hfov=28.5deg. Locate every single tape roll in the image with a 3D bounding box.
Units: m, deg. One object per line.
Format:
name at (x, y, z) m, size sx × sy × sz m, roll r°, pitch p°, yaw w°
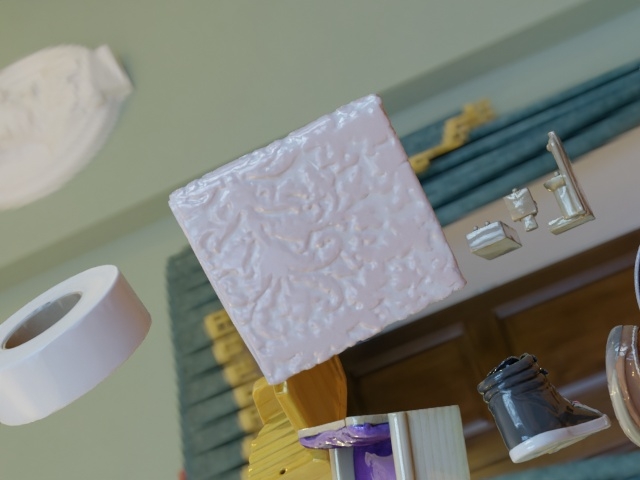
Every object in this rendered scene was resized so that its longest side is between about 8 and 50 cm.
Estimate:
tape roll at (-0.404, 0.158, 1.956) m, size 0.100 × 0.286 × 0.286 m, roll 57°, pitch -166°, yaw -18°

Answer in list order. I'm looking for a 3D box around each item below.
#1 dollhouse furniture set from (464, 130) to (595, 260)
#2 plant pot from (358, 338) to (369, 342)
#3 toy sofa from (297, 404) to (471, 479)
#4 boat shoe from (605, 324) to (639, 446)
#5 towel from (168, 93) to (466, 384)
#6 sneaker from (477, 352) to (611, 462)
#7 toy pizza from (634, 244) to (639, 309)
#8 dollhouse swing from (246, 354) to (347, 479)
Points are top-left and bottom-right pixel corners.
dollhouse furniture set at (0.260, -0.062, 1.666) m, size 0.123 × 0.151 × 0.144 m, roll 69°, pitch -164°, yaw 13°
plant pot at (0.004, 0.029, 1.976) m, size 0.212 × 0.236 × 0.236 m, roll -47°, pitch -62°, yaw -32°
toy sofa at (0.092, 0.358, 2.015) m, size 0.362 × 0.177 × 0.150 m, roll 143°, pitch 122°, yaw -70°
boat shoe at (0.453, 0.217, 1.560) m, size 0.324 × 0.116 × 0.123 m, roll 51°, pitch -141°, yaw -31°
towel at (0.000, 0.000, 1.791) m, size 0.317 × 0.331 × 0.053 m, roll 63°, pitch -177°, yaw -12°
sneaker at (0.333, 0.235, 1.861) m, size 0.295 × 0.104 × 0.147 m, roll 5°, pitch -124°, yaw -58°
toy pizza at (0.505, 0.054, 1.710) m, size 0.032 × 0.201 × 0.201 m, roll -8°, pitch 111°, yaw 57°
dollhouse swing at (-0.104, 0.336, 2.522) m, size 0.305 × 0.315 × 0.347 m, roll 48°, pitch -155°, yaw -27°
